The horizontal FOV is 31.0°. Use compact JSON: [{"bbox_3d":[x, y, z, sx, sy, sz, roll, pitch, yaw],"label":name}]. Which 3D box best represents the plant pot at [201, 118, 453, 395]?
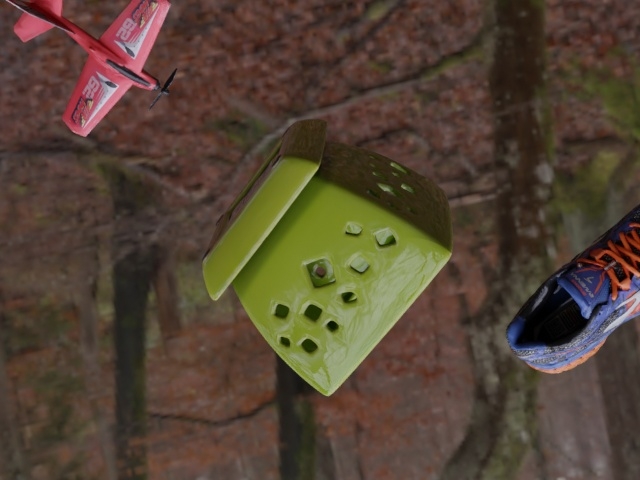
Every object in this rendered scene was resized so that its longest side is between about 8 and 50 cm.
[{"bbox_3d":[0.000,0.000,1.315,0.228,0.207,0.227,-52,-170,18],"label":"plant pot"}]

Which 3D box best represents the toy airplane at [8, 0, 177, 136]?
[{"bbox_3d":[-0.189,-0.159,0.941,0.151,0.151,0.028,-13,-149,11],"label":"toy airplane"}]

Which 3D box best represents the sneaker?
[{"bbox_3d":[0.246,0.038,0.985,0.221,0.083,0.087,-49,153,21],"label":"sneaker"}]
